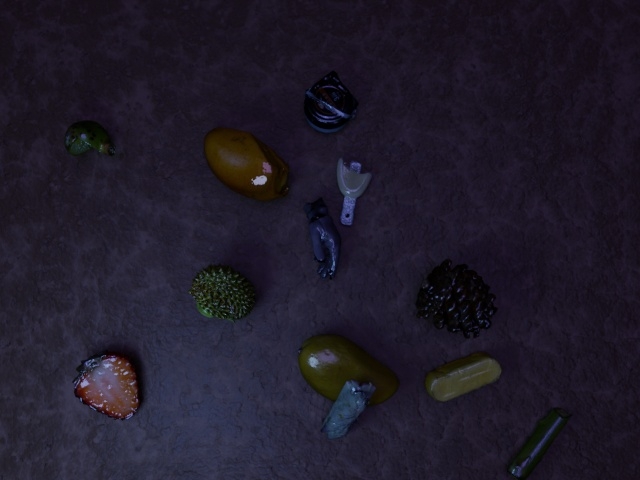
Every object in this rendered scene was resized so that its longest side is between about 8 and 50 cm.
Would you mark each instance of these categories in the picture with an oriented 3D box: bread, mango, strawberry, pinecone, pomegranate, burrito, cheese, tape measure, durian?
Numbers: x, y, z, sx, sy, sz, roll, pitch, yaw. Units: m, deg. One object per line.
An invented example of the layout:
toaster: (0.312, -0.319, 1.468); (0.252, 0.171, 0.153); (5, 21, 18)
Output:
bread: (0.458, 0.440, 1.518); (0.246, 0.094, 0.102); (-22, 91, -2)
mango: (0.075, 0.424, 1.498); (0.332, 0.142, 0.195); (36, 97, -3)
strawberry: (-0.679, 0.465, 1.532); (0.190, 0.111, 0.236); (-31, 105, -14)
pinecone: (0.430, 0.188, 1.498); (0.273, 0.224, 0.224); (23, 82, -16)
pomegranate: (-0.793, -0.354, 1.632); (0.169, 0.143, 0.122); (-1, 81, 10)
burrito: (0.080, 0.524, 1.438); (0.096, 0.309, 0.066); (20, 39, -4)
cheese: (0.103, -0.167, 1.636); (0.127, 0.050, 0.234); (11, 80, 2)
tape measure: (0.028, -0.475, 1.659); (0.181, 0.107, 0.182); (-32, 82, -7)
durian: (-0.305, 0.171, 1.503); (0.176, 0.237, 0.200); (-43, 67, -11)
mango: (-0.260, -0.270, 1.594); (0.350, 0.201, 0.199); (30, 54, 13)

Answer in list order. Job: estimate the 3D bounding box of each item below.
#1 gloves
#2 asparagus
gloves: (0.007, -0.008, 1.577); (0.119, 0.142, 0.285); (-13, 81, 27)
asparagus: (0.696, 0.644, 1.497); (0.067, 0.060, 0.277); (36, 82, 16)
